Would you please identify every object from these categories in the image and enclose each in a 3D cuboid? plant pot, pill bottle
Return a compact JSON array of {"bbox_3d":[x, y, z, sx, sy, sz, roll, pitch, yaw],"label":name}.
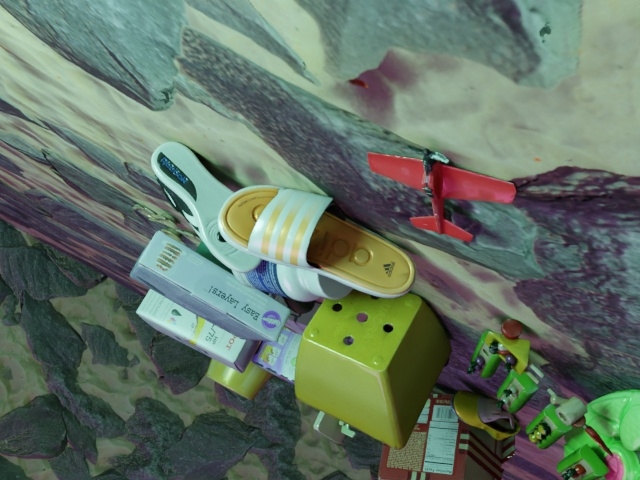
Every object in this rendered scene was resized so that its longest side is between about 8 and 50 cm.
[{"bbox_3d":[-0.225,0.354,1.834,0.254,0.239,0.254,25,162,8],"label":"plant pot"},{"bbox_3d":[-0.038,0.030,0.862,0.187,0.112,0.112,9,154,47],"label":"pill bottle"},{"bbox_3d":[0.079,0.174,0.971,0.212,0.212,0.187,19,147,26],"label":"plant pot"}]

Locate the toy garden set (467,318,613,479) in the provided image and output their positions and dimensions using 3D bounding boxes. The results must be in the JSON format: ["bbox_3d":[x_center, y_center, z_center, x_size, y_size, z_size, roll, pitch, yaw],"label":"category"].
[{"bbox_3d":[0.304,0.237,0.846,0.244,0.049,0.203,53,164,28],"label":"toy garden set"}]

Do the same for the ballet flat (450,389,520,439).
[{"bbox_3d":[0.382,0.392,1.329,0.077,0.077,0.231,-17,139,37],"label":"ballet flat"}]

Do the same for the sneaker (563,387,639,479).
[{"bbox_3d":[0.509,0.360,0.905,0.185,0.202,0.482,50,166,46],"label":"sneaker"}]

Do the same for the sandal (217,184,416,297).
[{"bbox_3d":[0.004,-0.009,0.736,0.265,0.102,0.076,20,161,-1],"label":"sandal"}]

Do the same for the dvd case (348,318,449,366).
[{"bbox_3d":[0.161,0.237,1.287,0.180,0.022,0.253,28,162,3],"label":"dvd case"}]

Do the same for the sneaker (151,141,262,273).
[{"bbox_3d":[-0.160,-0.041,0.864,0.217,0.079,0.121,53,166,3],"label":"sneaker"}]

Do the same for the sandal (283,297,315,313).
[{"bbox_3d":[-0.054,0.071,1.053,0.060,0.090,0.219,-3,147,29],"label":"sandal"}]

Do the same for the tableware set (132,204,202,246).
[{"bbox_3d":[-0.330,-0.027,1.292,0.141,0.020,0.169,10,155,43],"label":"tableware set"}]

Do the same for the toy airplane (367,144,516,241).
[{"bbox_3d":[0.112,-0.043,0.576,0.151,0.028,0.151,24,161,9],"label":"toy airplane"}]

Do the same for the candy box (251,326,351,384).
[{"bbox_3d":[-0.043,0.270,1.447,0.196,0.164,0.070,20,161,25],"label":"candy box"}]

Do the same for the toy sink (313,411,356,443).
[{"bbox_3d":[0.112,0.426,1.534,0.131,0.234,0.153,15,157,38],"label":"toy sink"}]

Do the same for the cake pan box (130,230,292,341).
[{"bbox_3d":[-0.197,0.094,1.029,0.267,0.070,0.246,32,164,-12],"label":"cake pan box"}]

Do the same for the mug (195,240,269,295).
[{"bbox_3d":[-0.157,0.038,1.086,0.130,0.097,0.157,22,162,18],"label":"mug"}]

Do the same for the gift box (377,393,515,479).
[{"bbox_3d":[0.324,0.517,1.467,0.255,0.276,0.258,-4,142,37],"label":"gift box"}]

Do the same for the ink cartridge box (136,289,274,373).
[{"bbox_3d":[-0.274,0.178,1.485,0.270,0.198,0.197,25,161,8],"label":"ink cartridge box"}]

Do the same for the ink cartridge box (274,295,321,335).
[{"bbox_3d":[-0.027,0.181,1.343,0.150,0.063,0.109,13,156,38],"label":"ink cartridge box"}]
